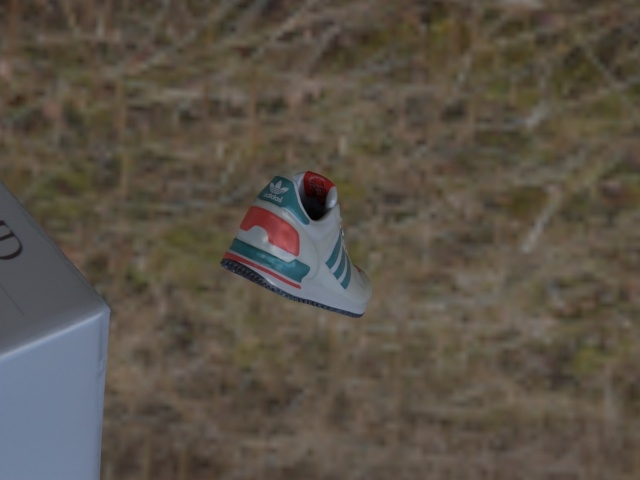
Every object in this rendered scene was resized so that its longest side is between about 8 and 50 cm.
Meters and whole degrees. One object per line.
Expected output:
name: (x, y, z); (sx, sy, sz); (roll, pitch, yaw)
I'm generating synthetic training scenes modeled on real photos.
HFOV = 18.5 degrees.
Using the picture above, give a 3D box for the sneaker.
sneaker: (0.000, 0.000, 1.218); (0.057, 0.075, 0.161); (25, -177, 27)

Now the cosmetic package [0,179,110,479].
cosmetic package: (-0.351, 0.096, 0.933); (0.453, 0.230, 0.161); (-24, 143, -30)
